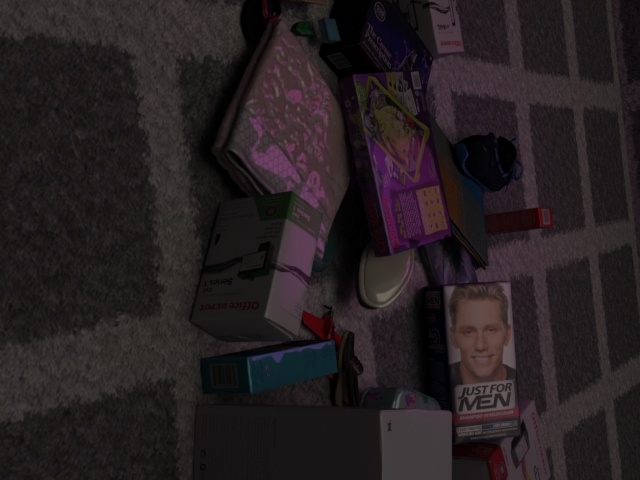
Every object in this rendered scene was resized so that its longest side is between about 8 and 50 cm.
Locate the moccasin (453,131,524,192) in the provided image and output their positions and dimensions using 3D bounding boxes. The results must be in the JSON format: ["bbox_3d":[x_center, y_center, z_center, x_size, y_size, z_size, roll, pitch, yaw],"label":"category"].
[{"bbox_3d":[0.440,-0.193,2.296,0.342,0.117,0.137,0,68,-66],"label":"moccasin"}]

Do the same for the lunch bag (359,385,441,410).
[{"bbox_3d":[0.147,0.426,1.831,0.224,0.108,0.279,28,62,-47],"label":"lunch bag"}]

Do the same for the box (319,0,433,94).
[{"bbox_3d":[0.123,-0.386,1.924,0.261,0.103,0.184,43,49,-44],"label":"box"}]

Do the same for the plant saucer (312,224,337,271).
[{"bbox_3d":[0.000,0.000,1.755,0.119,0.021,0.119,13,74,-55],"label":"plant saucer"}]

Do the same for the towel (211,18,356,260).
[{"bbox_3d":[-0.042,-0.172,1.649,0.332,0.053,0.317,52,46,-40],"label":"towel"}]

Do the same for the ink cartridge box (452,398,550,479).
[{"bbox_3d":[0.422,0.540,2.194,0.306,0.131,0.226,-31,111,-51],"label":"ink cartridge box"}]

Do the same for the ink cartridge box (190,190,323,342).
[{"bbox_3d":[-0.101,0.045,1.480,0.092,0.160,0.219,38,55,-45],"label":"ink cartridge box"}]

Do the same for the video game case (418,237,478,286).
[{"bbox_3d":[0.309,0.070,2.192,0.196,0.026,0.274,-44,121,-49],"label":"video game case"}]

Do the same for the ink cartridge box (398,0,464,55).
[{"bbox_3d":[0.254,-0.526,2.144,0.148,0.086,0.203,-21,102,-55],"label":"ink cartridge box"}]

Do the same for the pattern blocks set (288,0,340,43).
[{"bbox_3d":[-0.050,-0.530,1.731,0.285,0.026,0.324,1,77,-58],"label":"pattern blocks set"}]

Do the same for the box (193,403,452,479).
[{"bbox_3d":[0.002,0.340,1.424,0.215,0.345,0.168,14,73,-53],"label":"box"}]

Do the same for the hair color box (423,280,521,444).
[{"bbox_3d":[0.339,0.268,2.067,0.174,0.105,0.347,-3,87,-19],"label":"hair color box"}]

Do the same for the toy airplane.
[{"bbox_3d":[0.007,0.192,1.731,0.151,0.028,0.151,12,76,-56],"label":"toy airplane"}]

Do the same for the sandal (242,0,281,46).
[{"bbox_3d":[-0.094,-0.427,1.663,0.067,0.040,0.179,49,48,-42],"label":"sandal"}]

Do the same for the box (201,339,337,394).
[{"bbox_3d":[-0.080,0.209,1.539,0.244,0.100,0.060,-3,87,-56],"label":"box"}]

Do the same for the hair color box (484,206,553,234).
[{"bbox_3d":[0.495,-0.048,2.350,0.093,0.167,0.053,-2,86,-56],"label":"hair color box"}]

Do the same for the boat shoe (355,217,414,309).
[{"bbox_3d":[0.129,0.017,1.866,0.109,0.091,0.305,26,57,-13],"label":"boat shoe"}]

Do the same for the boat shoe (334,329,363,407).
[{"bbox_3d":[0.059,0.246,1.756,0.056,0.049,0.152,-32,127,-70],"label":"boat shoe"}]

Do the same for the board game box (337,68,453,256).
[{"bbox_3d":[0.151,-0.156,1.803,0.208,0.056,0.346,-14,94,-49],"label":"board game box"}]

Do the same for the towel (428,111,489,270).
[{"bbox_3d":[0.291,-0.133,2.139,0.370,0.040,0.271,47,35,-39],"label":"towel"}]
